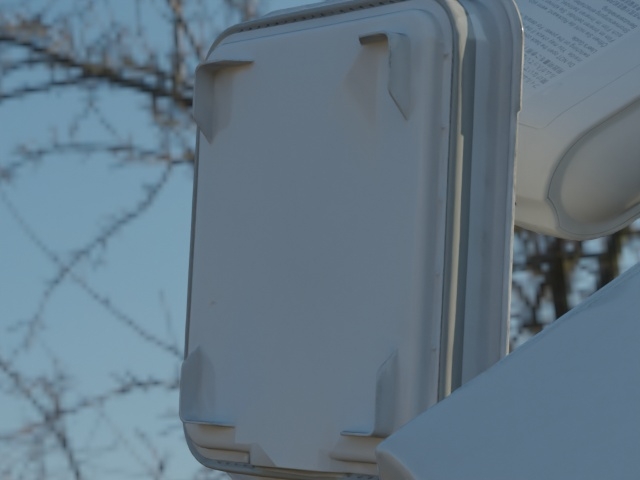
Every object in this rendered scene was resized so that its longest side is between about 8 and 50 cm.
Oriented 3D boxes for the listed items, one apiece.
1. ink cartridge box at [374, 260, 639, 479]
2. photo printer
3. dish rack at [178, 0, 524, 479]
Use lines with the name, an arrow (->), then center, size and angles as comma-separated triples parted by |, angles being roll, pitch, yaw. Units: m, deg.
ink cartridge box -> 0.203, 0.232, 0.662 | 0.166, 0.395, 0.285 | -31, -35, -15
photo printer -> 0.211, -0.130, 1.302 | 0.307, 0.256, 0.107 | -32, -56, -10
dish rack -> 0.000, 0.000, 1.164 | 0.072, 0.333, 0.285 | 6, -6, -41
